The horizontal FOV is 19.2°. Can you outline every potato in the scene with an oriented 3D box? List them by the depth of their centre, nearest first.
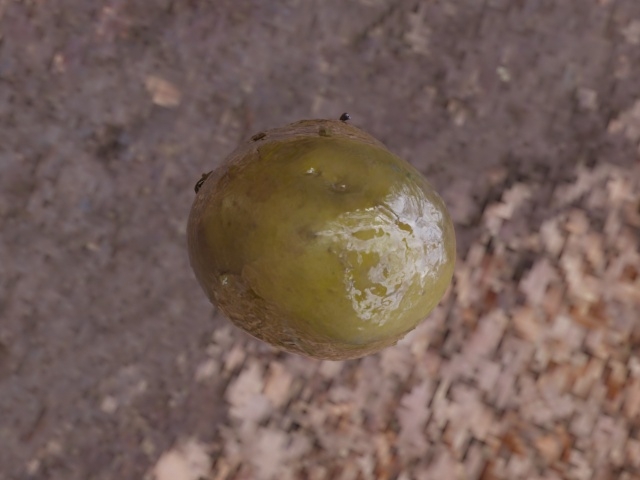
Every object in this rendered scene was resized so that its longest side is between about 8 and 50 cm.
[{"bbox_3d":[0.000,0.000,0.980,0.176,0.137,0.137,-133,-117,-84],"label":"potato"}]
